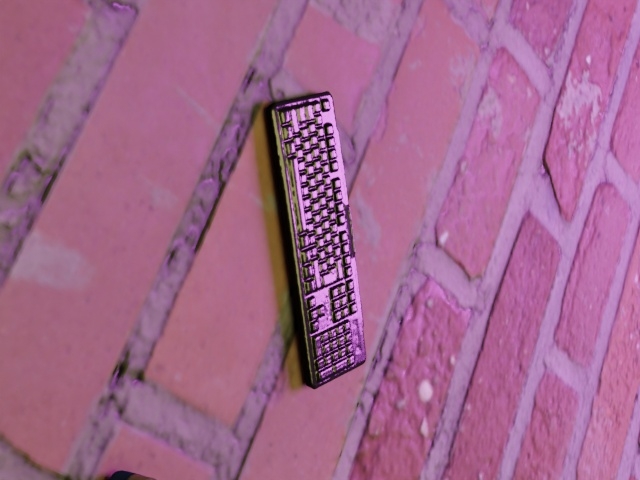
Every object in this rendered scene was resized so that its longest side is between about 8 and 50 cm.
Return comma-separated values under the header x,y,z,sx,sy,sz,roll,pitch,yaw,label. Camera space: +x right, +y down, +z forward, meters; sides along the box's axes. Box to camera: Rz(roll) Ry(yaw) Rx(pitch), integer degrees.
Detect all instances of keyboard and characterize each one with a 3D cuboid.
x,y,z,sx,sy,sz,roll,pitch,yaw,label
0.000,0.000,0.569,0.053,0.010,0.155,-22,108,-48,keyboard

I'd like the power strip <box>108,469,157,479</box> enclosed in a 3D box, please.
x,y,z,sx,sy,sz,roll,pitch,yaw,label
-0.095,0.163,0.449,0.056,0.032,0.123,54,54,-34,power strip
